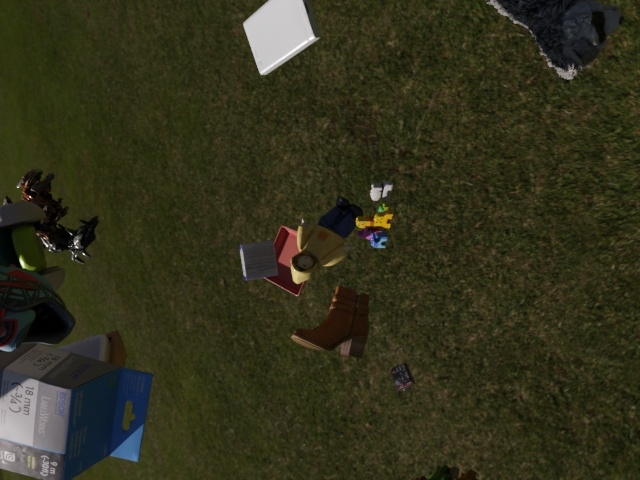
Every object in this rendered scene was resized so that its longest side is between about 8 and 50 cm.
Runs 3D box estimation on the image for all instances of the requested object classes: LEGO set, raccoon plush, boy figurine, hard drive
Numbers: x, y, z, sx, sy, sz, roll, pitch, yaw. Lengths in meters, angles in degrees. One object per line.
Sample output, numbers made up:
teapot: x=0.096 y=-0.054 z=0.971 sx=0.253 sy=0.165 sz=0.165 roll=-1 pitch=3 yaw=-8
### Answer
LEGO set: x=0.141 y=-0.054 z=1.187 sx=0.227 sy=0.093 sz=0.087 roll=94 pitch=174 yaw=-48
raccoon plush: x=0.479 y=-0.545 z=1.051 sx=0.446 sy=0.216 sz=0.299 roll=15 pitch=116 yaw=42
boy figurine: x=0.000 y=0.000 z=1.265 sx=0.177 sy=0.285 sz=0.092 roll=36 pitch=162 yaw=16
hard drive: x=-0.146 y=-0.757 z=1.537 sx=0.307 sy=0.040 sz=0.203 roll=-11 pitch=101 yaw=45

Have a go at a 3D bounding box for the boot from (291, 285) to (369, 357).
boot: x=0.047 y=0.254 z=1.400 sx=0.109 sy=0.283 sz=0.220 roll=-18 pitch=59 yaw=62

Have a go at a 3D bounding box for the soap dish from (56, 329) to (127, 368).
soap dish: x=-0.634 y=0.380 z=1.077 sx=0.290 sy=0.118 sz=0.229 roll=-19 pitch=53 yaw=6

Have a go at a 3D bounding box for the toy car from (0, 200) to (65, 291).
toy car: x=-0.530 y=0.023 z=0.728 sx=0.182 sy=0.136 sz=0.159 roll=1 pitch=106 yaw=54

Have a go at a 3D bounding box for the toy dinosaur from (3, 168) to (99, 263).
toy dinosaur: x=-0.748 y=-0.025 z=1.177 sx=0.164 sy=0.218 sz=0.322 roll=-105 pitch=29 yaw=-53

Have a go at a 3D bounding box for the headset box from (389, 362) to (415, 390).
headset box: x=0.286 y=0.477 z=1.487 sx=0.062 sy=0.032 sz=0.083 roll=-31 pitch=58 yaw=15

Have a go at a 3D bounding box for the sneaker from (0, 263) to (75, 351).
sneaker: x=-0.412 y=0.078 z=0.524 sx=0.125 sy=0.262 sz=0.104 roll=31 pitch=87 yaw=19

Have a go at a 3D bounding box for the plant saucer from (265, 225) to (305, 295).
plant saucer: x=-0.126 y=0.089 z=1.929 sx=0.259 sy=0.047 sz=0.259 roll=22 pitch=89 yaw=38

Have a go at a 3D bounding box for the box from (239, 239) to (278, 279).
box: x=-0.237 y=0.075 z=1.639 sx=0.072 sy=0.126 sz=0.137 roll=165 pitch=97 yaw=-71

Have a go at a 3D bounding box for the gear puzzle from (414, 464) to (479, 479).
gear puzzle: x=0.135 y=0.420 z=0.637 sx=0.044 sy=0.175 sz=0.339 roll=32 pitch=138 yaw=10

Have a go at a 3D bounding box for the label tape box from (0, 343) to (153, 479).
label tape box: x=-0.543 y=0.358 z=0.881 sx=0.333 sy=0.106 sz=0.241 roll=15 pitch=106 yaw=0
